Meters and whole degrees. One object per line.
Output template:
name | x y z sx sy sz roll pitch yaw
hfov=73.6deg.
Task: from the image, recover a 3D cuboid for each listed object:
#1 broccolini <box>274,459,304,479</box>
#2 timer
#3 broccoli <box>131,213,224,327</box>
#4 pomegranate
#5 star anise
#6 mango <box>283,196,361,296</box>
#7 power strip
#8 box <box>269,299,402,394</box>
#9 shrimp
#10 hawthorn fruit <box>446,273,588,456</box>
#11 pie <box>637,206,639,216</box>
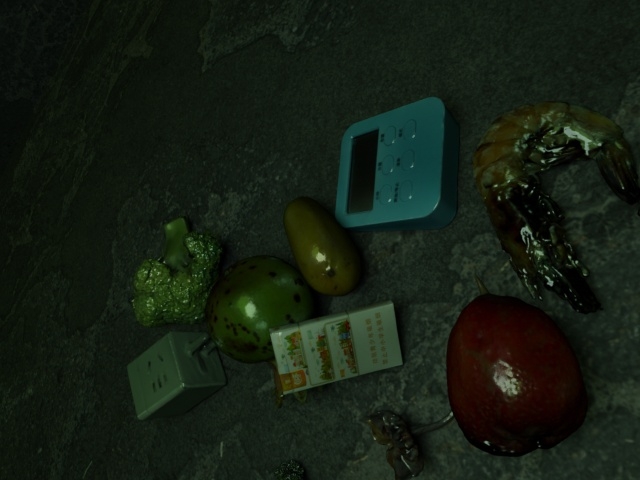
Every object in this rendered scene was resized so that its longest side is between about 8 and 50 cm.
broccolini | -0.046 0.537 0.816 0.067 0.058 0.216 142 120 -68
timer | 0.132 -0.138 0.832 0.249 0.091 0.232 -3 77 36
broccoli | -0.353 0.060 1.035 0.254 0.186 0.302 -8 80 41
pomegranate | -0.113 0.173 0.859 0.230 0.231 0.286 -3 107 32
star anise | 0.191 0.280 0.736 0.227 0.219 0.148 -21 24 -15
mango | 0.000 0.000 0.846 0.114 0.156 0.251 -36 53 18
power strip | -0.309 0.292 0.979 0.224 0.139 0.140 -37 60 20
box | 0.030 0.188 0.752 0.220 0.032 0.122 -12 104 -8
shrimp | 0.382 -0.073 0.672 0.233 0.071 0.365 -24 61 20
hawthorn fruit | 0.268 0.170 0.618 0.189 0.189 0.252 -17 63 28
pie | 0.544 -0.069 0.573 0.185 0.052 0.218 8 85 28
